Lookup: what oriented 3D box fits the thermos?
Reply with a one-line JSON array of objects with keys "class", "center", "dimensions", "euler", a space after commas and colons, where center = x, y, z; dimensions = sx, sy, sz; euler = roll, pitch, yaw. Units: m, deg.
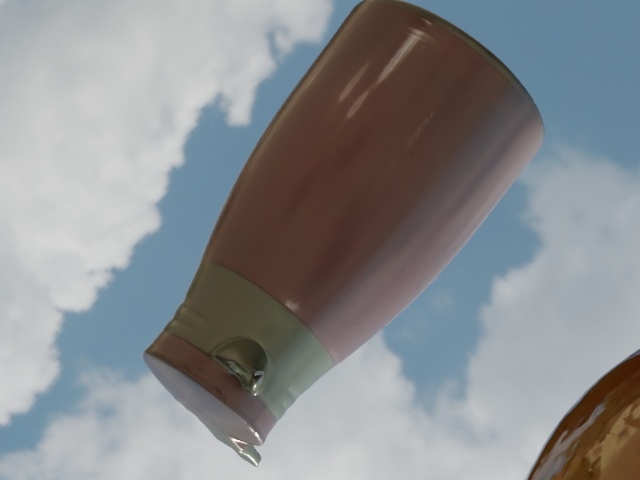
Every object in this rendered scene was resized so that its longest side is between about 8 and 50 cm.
[{"class": "thermos", "center": [0.000, 0.000, 0.946], "dimensions": [0.265, 0.146, 0.176], "euler": [-53, -173, -14]}]

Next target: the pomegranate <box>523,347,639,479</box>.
[{"class": "pomegranate", "center": [0.149, 0.118, 0.432], "dimensions": [0.209, 0.209, 0.209], "euler": [-19, -132, 22]}]
